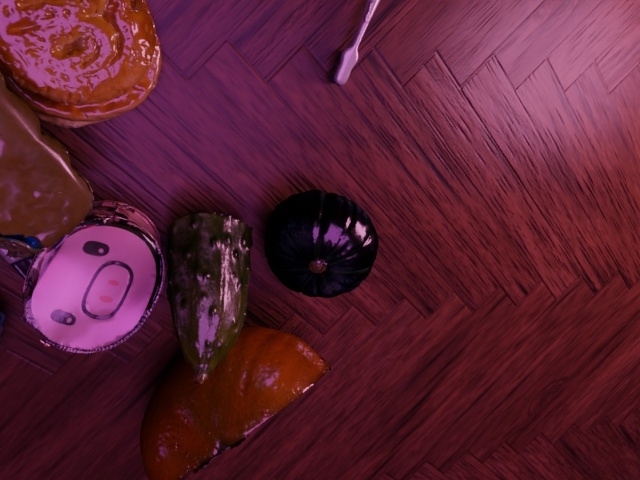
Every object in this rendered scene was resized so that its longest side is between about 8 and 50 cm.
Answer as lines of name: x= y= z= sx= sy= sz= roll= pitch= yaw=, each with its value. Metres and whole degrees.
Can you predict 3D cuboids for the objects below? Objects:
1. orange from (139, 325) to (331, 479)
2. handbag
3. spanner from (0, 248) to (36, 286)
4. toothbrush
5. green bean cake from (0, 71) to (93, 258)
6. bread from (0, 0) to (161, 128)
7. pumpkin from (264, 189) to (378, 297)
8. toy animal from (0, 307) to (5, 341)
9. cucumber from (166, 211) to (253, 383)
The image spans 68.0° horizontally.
orange: x=-0.138 y=0.269 z=0.779 sx=0.310 sy=0.274 sz=0.274 roll=-3 pitch=114 yaw=9
handbag: x=-0.316 y=0.047 z=0.682 sx=0.179 sy=0.116 sz=0.205 roll=26 pitch=88 yaw=-33
spanner: x=-0.435 y=0.025 z=0.679 sx=0.087 sy=0.024 sz=0.316 roll=-39 pitch=122 yaw=-23
toothbrush: x=0.101 y=-0.419 z=0.713 sx=0.040 sy=0.040 sz=0.386 roll=18 pitch=103 yaw=-25
green bean cake: x=-0.445 y=-0.060 z=0.491 sx=0.310 sy=0.202 sz=0.285 roll=-41 pitch=128 yaw=-23
bread: x=-0.306 y=-0.262 z=0.577 sx=0.198 sy=0.120 sz=0.236 roll=-29 pitch=121 yaw=-18
pumpkin: x=-0.002 y=0.009 z=0.782 sx=0.194 sy=0.150 sz=0.194 roll=-3 pitch=106 yaw=-9
toy animal: x=-0.505 y=0.052 z=0.670 sx=0.079 sy=0.070 sz=0.253 roll=-16 pitch=107 yaw=-52
cucumber: x=-0.167 y=0.085 z=0.699 sx=0.134 sy=0.134 sz=0.244 roll=8 pitch=67 yaw=-23
